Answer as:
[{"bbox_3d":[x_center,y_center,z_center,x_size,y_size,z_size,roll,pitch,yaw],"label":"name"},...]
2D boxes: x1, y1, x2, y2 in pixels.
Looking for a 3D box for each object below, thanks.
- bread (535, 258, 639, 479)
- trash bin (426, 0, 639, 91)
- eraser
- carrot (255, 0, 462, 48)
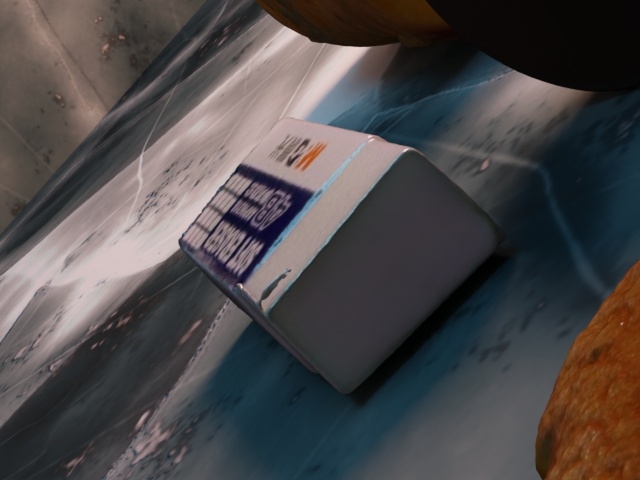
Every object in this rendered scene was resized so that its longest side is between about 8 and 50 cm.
[{"bbox_3d":[0.144,0.047,0.408,0.199,0.104,0.199,-42,17,16],"label":"bread"},{"bbox_3d":[0.196,-0.267,0.907,0.333,0.214,0.214,-56,18,-24],"label":"trash bin"},{"bbox_3d":[0.000,0.000,0.943,0.130,0.086,0.287,-47,15,-3],"label":"eraser"},{"bbox_3d":[0.047,-0.267,1.292,0.224,0.224,0.341,-46,23,-6],"label":"carrot"}]
